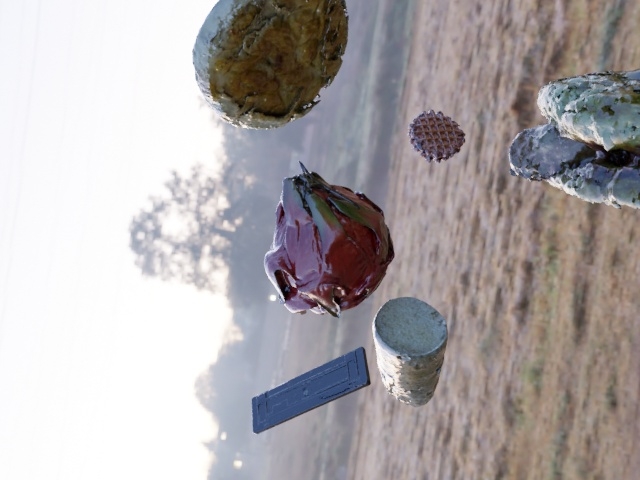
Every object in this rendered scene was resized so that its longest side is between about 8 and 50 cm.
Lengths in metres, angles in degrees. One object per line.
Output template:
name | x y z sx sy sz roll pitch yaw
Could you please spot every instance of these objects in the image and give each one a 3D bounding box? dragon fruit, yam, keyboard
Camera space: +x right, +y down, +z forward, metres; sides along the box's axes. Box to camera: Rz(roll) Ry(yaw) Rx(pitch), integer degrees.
dragon fruit | 0.000 0.000 1.512 0.293 0.234 0.233 54 -146 -43
yam | 0.166 0.216 1.651 0.330 0.133 0.133 78 -161 -58
keyboard | -0.017 0.217 1.306 0.013 0.204 0.061 37 -146 -42

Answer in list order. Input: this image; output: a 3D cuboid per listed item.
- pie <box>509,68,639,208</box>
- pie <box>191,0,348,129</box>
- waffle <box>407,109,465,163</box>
pie | 0.513 -0.150 1.239 0.395 0.418 0.180 -145 49 -71
pie | -0.067 -0.275 1.333 0.055 0.274 0.274 47 144 35
waffle | 0.158 -0.143 1.236 0.083 0.075 0.029 -46 -9 -31
